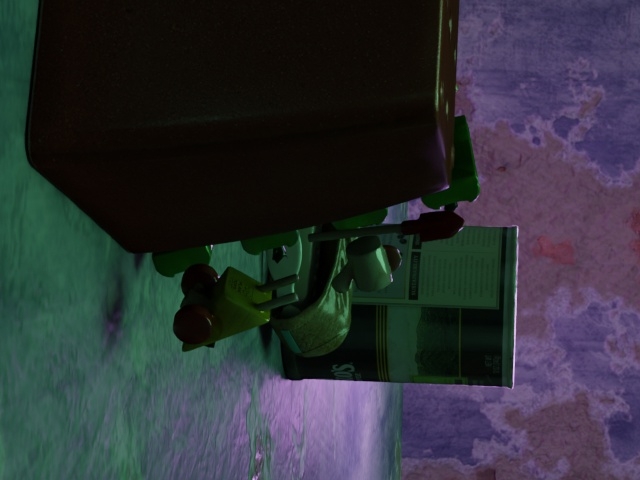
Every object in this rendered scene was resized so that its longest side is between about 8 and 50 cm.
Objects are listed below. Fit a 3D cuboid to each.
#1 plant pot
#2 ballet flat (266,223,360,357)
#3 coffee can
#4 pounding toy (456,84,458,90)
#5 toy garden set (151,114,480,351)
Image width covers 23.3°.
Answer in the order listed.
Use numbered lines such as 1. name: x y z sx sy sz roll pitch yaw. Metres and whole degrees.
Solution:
1. plant pot: -0.029 -0.142 1.020 0.267 0.236 0.267 63 30 -76
2. ballet flat: -0.013 -0.042 1.742 0.124 0.116 0.342 33 61 -59
3. coffee can: 0.102 0.077 1.903 0.201 0.275 0.201 1 90 -82
4. pounding toy: 0.128 -0.217 2.292 0.154 0.155 0.269 -81 -174 -75
5. toy garden set: 0.000 0.000 1.132 0.204 0.244 0.049 -89 163 -62
